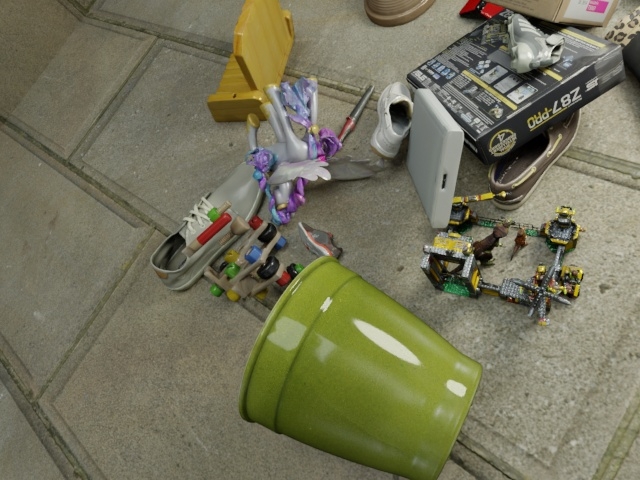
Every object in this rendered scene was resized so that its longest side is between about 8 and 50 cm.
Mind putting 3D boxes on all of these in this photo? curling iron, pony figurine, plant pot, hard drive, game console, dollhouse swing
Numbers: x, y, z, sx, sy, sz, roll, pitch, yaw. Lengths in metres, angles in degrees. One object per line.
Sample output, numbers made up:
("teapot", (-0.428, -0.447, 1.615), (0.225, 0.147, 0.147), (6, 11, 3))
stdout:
("curling iron", (0.074, -0.338, 1.312), (0.068, 0.035, 0.273), (32, 84, 33))
("pony figurine", (-0.053, -0.223, 1.185), (0.351, 0.303, 0.362), (-11, 89, 46))
("plant pot", (0.097, 0.264, 0.873), (0.353, 0.366, 0.366), (24, 80, 21))
("hard drive", (0.240, -0.190, 0.995), (0.041, 0.202, 0.307), (1, 32, 0))
("game console", (0.484, -0.663, 1.270), (0.144, 0.085, 0.124), (-52, 26, -3))
("dollhouse swing", (-0.261, -0.606, 1.437), (0.316, 0.305, 0.346), (6, 72, 28))
("plant pot", (0.234, -0.782, 1.389), (0.238, 0.110, 0.237), (-11, 64, 23))

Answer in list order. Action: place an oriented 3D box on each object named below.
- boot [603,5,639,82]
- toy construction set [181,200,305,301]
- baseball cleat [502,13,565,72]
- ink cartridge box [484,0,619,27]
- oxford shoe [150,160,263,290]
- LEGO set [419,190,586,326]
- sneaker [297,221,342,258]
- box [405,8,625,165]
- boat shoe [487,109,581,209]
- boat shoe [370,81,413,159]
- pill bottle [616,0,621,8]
("boot", (0.821, -0.414, 0.927), (0.378, 0.138, 0.284), (-30, 58, 18))
("toy construction set", (-0.217, 0.065, 1.134), (0.237, 0.309, 0.257), (-40, 49, 11))
("baseball cleat", (0.446, -0.414, 0.959), (0.110, 0.072, 0.205), (0, 52, 17))
("ink cartridge box", (0.521, -0.552, 1.028), (0.193, 0.235, 0.088), (44, 135, 38))
("oxford shoe", (-0.324, -0.051, 1.326), (0.169, 0.130, 0.449), (36, 85, 35))
("LEGO set", (0.356, 0.010, 0.925), (0.332, 0.192, 0.254), (22, 79, 32))
("sneaker", (0.000, 0.000, 1.197), (0.065, 0.061, 0.158), (-30, 55, -21))
("box", (0.416, -0.379, 1.062), (0.318, 0.097, 0.394), (-35, 39, 11))
("boat shoe", (0.482, -0.223, 1.025), (0.117, 0.097, 0.324), (32, 84, 34))
("boat shoe", (0.202, -0.326, 1.168), (0.096, 0.098, 0.276), (-47, 23, 50))
("pill bottle", (0.646, -0.603, 1.121), (0.086, 0.086, 0.152), (-43, 57, 4))
